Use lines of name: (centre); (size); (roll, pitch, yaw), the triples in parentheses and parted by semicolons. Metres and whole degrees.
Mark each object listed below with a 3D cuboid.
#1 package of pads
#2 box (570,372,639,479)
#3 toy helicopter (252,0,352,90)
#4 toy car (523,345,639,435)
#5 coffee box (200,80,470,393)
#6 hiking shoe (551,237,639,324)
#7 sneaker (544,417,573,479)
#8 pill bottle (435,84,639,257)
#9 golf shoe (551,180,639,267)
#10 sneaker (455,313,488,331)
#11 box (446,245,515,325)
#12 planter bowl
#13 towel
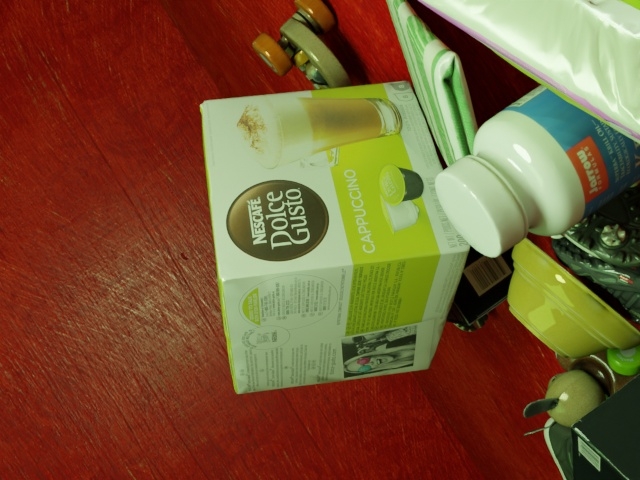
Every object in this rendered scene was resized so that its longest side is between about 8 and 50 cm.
package of pads: (0.176, -0.156, 0.465); (0.229, 0.101, 0.296); (6, -146, -49)
box: (0.438, 0.281, 0.890); (0.103, 0.184, 0.261); (45, 166, 41)
toy helicopter: (0.020, -0.305, 1.312); (0.235, 0.140, 0.355); (45, 180, 11)
toy car: (0.370, 0.217, 0.996); (0.149, 0.188, 0.155); (48, 168, 42)
coffee box: (0.000, 0.000, 1.060); (0.338, 0.334, 0.337); (93, 168, -53)
hiking shoe: (0.361, 0.052, 0.784); (0.114, 0.086, 0.227); (62, 170, -29)
sneaker: (0.546, 0.484, 1.295); (0.296, 0.104, 0.147); (60, 176, 1)
pill bottle: (0.220, -0.081, 0.611); (0.124, 0.221, 0.124); (53, 171, 12)
golf shoe: (0.297, -0.047, 0.777); (0.120, 0.105, 0.273); (54, -177, -39)
sneaker: (0.249, 0.074, 1.435); (0.279, 0.107, 0.118); (58, 180, -1)
box: (0.253, 0.058, 1.174); (0.108, 0.153, 0.207); (56, 173, -1)
planter bowl: (0.316, 0.090, 0.887); (0.217, 0.090, 0.217); (37, -169, -9)
towel: (0.150, -0.191, 0.856); (0.325, 0.038, 0.248); (-98, -16, -53)
